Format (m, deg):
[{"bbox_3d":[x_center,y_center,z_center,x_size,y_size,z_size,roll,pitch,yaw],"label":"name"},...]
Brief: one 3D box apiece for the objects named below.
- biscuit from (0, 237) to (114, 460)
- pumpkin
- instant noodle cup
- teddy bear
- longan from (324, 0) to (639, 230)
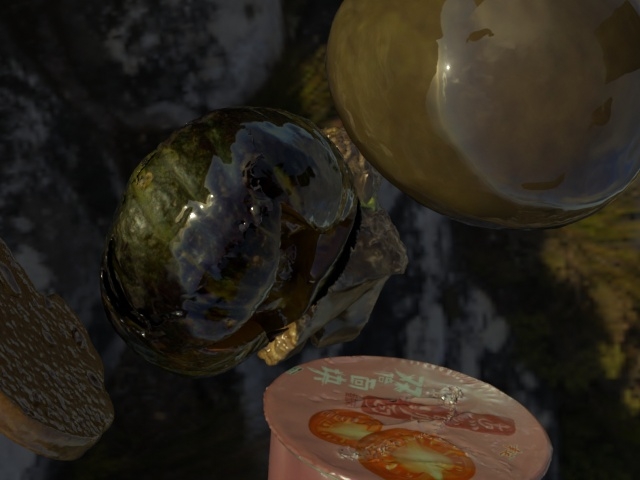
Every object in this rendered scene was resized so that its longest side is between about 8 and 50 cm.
[{"bbox_3d":[-0.418,0.132,1.943,0.359,0.074,0.381,39,15,-54],"label":"biscuit"},{"bbox_3d":[-0.098,0.000,1.526,0.320,0.192,0.320,-48,160,-24],"label":"pumpkin"},{"bbox_3d":[0.053,0.250,1.216,0.243,0.243,0.231,-19,125,-53],"label":"instant noodle cup"},{"bbox_3d":[-0.006,0.004,1.943,0.246,0.296,0.223,-16,65,-48],"label":"teddy bear"},{"bbox_3d":[0.144,-0.148,1.176,0.300,0.300,0.243,-31,155,-51],"label":"longan"}]
